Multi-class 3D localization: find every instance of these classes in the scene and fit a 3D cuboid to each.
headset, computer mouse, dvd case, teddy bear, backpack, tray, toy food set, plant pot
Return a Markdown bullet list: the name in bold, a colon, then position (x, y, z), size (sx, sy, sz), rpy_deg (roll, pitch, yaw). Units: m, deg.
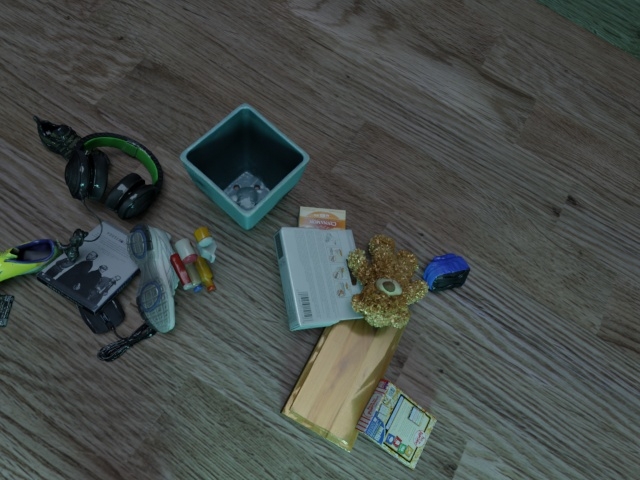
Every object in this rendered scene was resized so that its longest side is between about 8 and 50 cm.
- **headset**: position (-0.596, -0.131, 1.207), size (0.243, 0.185, 0.395), rpy_deg (27, 41, -23)
- **computer mouse**: position (-0.552, 0.171, 1.167), size (0.183, 0.060, 0.262), rpy_deg (-26, 76, -16)
- **dvd case**: position (-0.595, 0.066, 1.174), size (0.179, 0.030, 0.239), rpy_deg (31, 47, 3)
- **teddy bear**: position (0.196, 0.095, 1.221), size (0.245, 0.113, 0.338), rpy_deg (50, 35, 7)
- **backpack**: position (0.374, 0.099, 1.326), size (0.120, 0.098, 0.101), rpy_deg (-15, 44, -14)
- **tray**: position (0.078, 0.332, 1.203), size (0.202, 0.076, 0.411), rpy_deg (29, 67, 2)
- **toy food set**: position (-0.322, 0.065, 1.144), size (0.111, 0.232, 0.105), rpy_deg (-22, 75, -30)
- **plant pot**: position (-0.210, -0.176, 1.246), size (0.247, 0.252, 0.248), rpy_deg (41, 69, 7)

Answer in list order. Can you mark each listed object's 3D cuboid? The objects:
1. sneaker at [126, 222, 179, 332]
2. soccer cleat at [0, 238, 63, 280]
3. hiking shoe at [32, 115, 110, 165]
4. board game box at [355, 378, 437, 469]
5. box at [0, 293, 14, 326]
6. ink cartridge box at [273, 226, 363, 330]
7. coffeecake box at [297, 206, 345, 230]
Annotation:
- **sneaker**: position (-0.426, 0.097, 1.179), size (0.110, 0.129, 0.298), rpy_deg (-15, 81, 23)
- **soccer cleat**: position (-0.818, 0.059, 1.104), size (0.288, 0.121, 0.094), rpy_deg (-20, 74, -31)
- **hiking shoe**: position (-0.733, -0.278, 1.273), size (0.226, 0.114, 0.086), rpy_deg (25, 69, 1)
- **board game box**: position (0.203, 0.482, 1.145), size (0.193, 0.045, 0.147), rpy_deg (42, 67, -17)
- **box**: position (-0.851, 0.182, 1.136), size (0.067, 0.018, 0.084), rpy_deg (5, 69, -7)
- **ink cartridge box**: position (0.006, 0.098, 1.212), size (0.238, 0.060, 0.276), rpy_deg (1, 67, -34)
- **coffeecake box**: position (0.000, 0.000, 1.314), size (0.142, 0.068, 0.186), rpy_deg (5, 70, -8)
